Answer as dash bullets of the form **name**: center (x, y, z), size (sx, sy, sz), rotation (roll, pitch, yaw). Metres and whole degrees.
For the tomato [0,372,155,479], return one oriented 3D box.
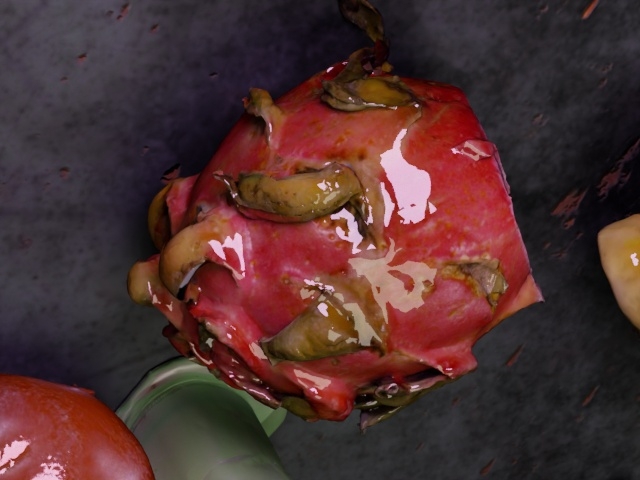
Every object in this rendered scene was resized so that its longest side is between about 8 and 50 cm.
- **tomato**: center (-0.241, 0.218, 1.418), size (0.232, 0.188, 0.232), rotation (-5, 128, -6)

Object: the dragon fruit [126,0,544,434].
- **dragon fruit**: center (0.000, 0.000, 1.368), size (0.291, 0.250, 0.269), rotation (-17, 124, 5)

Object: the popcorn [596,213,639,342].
- **popcorn**: center (0.451, 0.059, 1.550), size (0.390, 0.344, 0.354), rotation (12, 122, -25)

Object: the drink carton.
- **drink carton**: center (-0.090, 0.198, 1.519), size (0.144, 0.142, 0.146), rotation (31, 107, -37)
